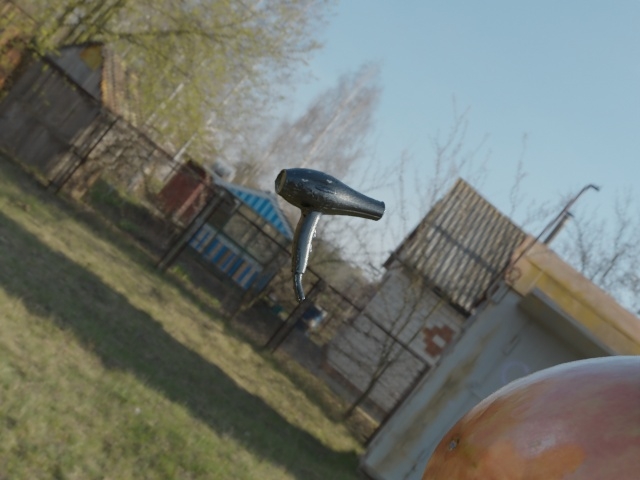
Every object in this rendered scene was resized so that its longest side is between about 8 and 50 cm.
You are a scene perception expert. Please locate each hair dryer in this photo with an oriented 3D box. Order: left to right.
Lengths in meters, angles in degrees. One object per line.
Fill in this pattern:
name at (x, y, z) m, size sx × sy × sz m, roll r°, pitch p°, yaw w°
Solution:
hair dryer at (0.000, 0.000, 1.259) m, size 0.196 × 0.219 × 0.075 m, roll 17°, pitch -8°, yaw -25°

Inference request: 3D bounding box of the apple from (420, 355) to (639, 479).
apple at (0.279, 0.280, 0.612) m, size 0.391 × 0.347 × 0.391 m, roll 162°, pitch -90°, yaw -84°
